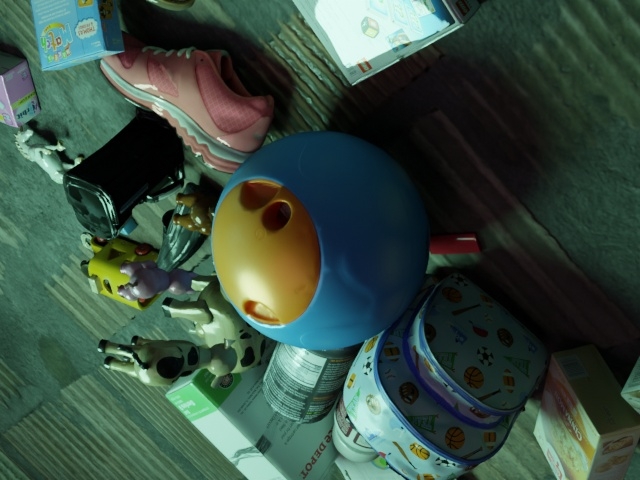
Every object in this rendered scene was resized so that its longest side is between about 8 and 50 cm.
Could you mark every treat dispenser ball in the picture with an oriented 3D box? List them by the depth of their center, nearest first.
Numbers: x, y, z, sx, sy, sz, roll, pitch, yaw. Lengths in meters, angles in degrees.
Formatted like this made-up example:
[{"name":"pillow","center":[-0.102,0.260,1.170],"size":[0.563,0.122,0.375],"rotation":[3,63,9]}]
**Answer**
[{"name":"treat dispenser ball","center":[0.000,0.000,1.155],"size":[0.288,0.288,0.288],"rotation":[22,137,22]}]

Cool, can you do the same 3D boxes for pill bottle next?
[{"name":"pill bottle","center":[-0.004,0.176,1.432],"size":[0.130,0.130,0.246],"rotation":[31,127,12]},{"name":"pill bottle","center":[0.091,0.280,1.474],"size":[0.121,0.121,0.221],"rotation":[32,140,11]}]

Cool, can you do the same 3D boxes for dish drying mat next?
[{"name":"dish drying mat","center":[0.186,0.005,1.231],"size":[0.083,0.008,0.032],"rotation":[-3,123,42]}]

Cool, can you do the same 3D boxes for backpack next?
[{"name":"backpack","center":[0.171,0.198,1.220],"size":[0.276,0.263,0.213],"rotation":[37,142,5]}]

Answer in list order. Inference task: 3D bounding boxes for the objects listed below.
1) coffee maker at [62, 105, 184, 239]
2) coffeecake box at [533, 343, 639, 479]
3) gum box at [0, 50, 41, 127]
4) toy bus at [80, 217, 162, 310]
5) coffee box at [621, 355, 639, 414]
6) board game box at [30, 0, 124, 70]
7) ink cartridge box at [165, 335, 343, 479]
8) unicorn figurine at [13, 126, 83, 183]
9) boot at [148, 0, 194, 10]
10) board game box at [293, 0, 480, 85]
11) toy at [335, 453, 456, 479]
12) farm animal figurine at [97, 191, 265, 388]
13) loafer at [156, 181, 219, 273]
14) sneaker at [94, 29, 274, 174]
[{"name":"coffee maker","center":[-0.318,-0.116,1.391],"size":[0.120,0.178,0.171],"rotation":[2,127,37]},{"name":"coffeecake box","center":[0.366,0.262,1.217],"size":[0.068,0.142,0.186],"rotation":[-11,133,-9]},{"name":"gum box","center":[-0.596,-0.283,1.553],"size":[0.188,0.062,0.107],"rotation":[21,137,23]},{"name":"toy bus","center":[-0.395,0.058,1.674],"size":[0.191,0.104,0.202],"rotation":[48,140,-8]},{"name":"coffee box","center":[0.505,0.175,1.038],"size":[0.141,0.098,0.246],"rotation":[45,149,-6]},{"name":"board game box","center":[-0.355,-0.359,1.239],"size":[0.160,0.039,0.212],"rotation":[-3,97,40]},{"name":"ink cartridge box","center":[-0.096,0.296,1.569],"size":[0.289,0.211,0.121],"rotation":[48,140,-8]},{"name":"unicorn figurine","center":[-0.494,-0.153,1.593],"size":[0.111,0.060,0.162],"rotation":[-7,121,42]},{"name":"boot","center":[-0.256,-0.432,1.115],"size":[0.305,0.112,0.115],"rotation":[49,130,-7]},{"name":"board game box","center":[0.022,-0.344,1.003],"size":[0.193,0.053,0.305],"rotation":[-19,113,48]},{"name":"toy","center":[0.143,0.412,1.609],"size":[0.237,0.056,0.137],"rotation":[-13,113,40]},{"name":"farm animal figurine","center":[-0.156,0.106,1.309],"size":[0.172,0.330,0.327],"rotation":[9,149,19]},{"name":"loafer","center":[-0.236,-0.020,1.503],"size":[0.078,0.076,0.223],"rotation":[44,136,4]},{"name":"sneaker","center":[-0.188,-0.233,1.261],"size":[0.314,0.116,0.136],"rotation":[39,113,12]}]
